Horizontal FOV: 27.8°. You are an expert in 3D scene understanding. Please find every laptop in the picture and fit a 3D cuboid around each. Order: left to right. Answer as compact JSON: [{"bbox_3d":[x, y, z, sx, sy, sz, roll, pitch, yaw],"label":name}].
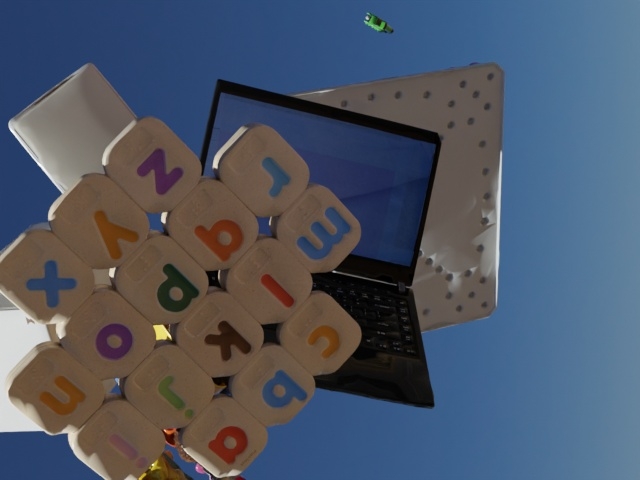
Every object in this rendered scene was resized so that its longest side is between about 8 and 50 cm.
[{"bbox_3d":[0.000,0.000,1.177,0.264,0.234,0.136,-96,22,-53],"label":"laptop"}]

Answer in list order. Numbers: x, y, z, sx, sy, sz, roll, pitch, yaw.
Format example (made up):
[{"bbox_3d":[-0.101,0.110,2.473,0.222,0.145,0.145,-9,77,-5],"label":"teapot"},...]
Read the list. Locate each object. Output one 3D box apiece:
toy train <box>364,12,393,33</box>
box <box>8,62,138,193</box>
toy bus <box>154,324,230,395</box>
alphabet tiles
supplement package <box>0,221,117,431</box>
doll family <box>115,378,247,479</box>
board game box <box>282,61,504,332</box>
[{"bbox_3d":[0.086,-0.312,1.861,0.017,0.024,0.083,-69,-20,6],"label":"toy train"},{"bbox_3d":[-0.288,-0.122,1.603,0.148,0.121,0.311,52,174,-10],"label":"box"},{"bbox_3d":[-0.113,0.098,1.404,0.220,0.149,0.211,-33,-11,-41],"label":"toy bus"},{"bbox_3d":[-0.102,0.050,0.996,0.284,0.021,0.278,-47,-60,-5],"label":"alphabet tiles"},{"bbox_3d":[-0.353,0.104,1.707,0.293,0.175,0.177,-56,-42,-62],"label":"supplement package"},{"bbox_3d":[-0.136,0.248,1.280,0.118,0.163,0.263,-43,-42,-9],"label":"doll family"},{"bbox_3d":[0.064,-0.038,1.774,0.050,0.390,0.390,-132,35,-58],"label":"board game box"}]
